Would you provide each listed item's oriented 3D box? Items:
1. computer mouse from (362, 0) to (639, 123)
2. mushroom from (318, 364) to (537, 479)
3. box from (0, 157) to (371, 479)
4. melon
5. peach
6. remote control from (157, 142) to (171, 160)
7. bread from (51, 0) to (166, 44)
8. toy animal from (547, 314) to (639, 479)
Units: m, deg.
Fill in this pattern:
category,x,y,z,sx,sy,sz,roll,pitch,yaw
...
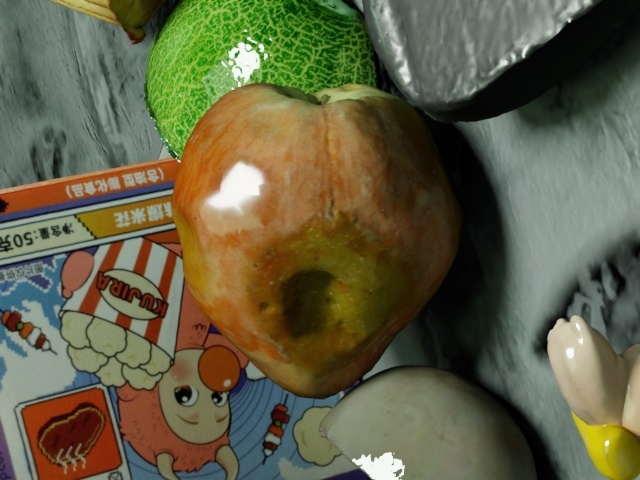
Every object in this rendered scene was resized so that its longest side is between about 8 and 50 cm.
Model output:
category,x,y,z,sx,sy,sz,roll,pitch,yaw
computer mouse,0.136,-0.184,1.207,0.295,0.087,0.168,-32,64,47
mushroom,0.090,0.159,1.377,0.188,0.141,0.117,43,103,35
box,-0.182,0.116,1.598,0.257,0.349,0.318,-23,80,59
melon,-0.055,-0.148,1.525,0.265,0.129,0.169,64,145,29
peach,0.000,0.000,1.393,0.214,0.214,0.235,29,127,56
remote control,-0.129,-0.061,1.802,0.077,0.022,0.245,60,146,28
bread,-0.151,-0.302,1.544,0.149,0.274,0.274,31,135,12
toy animal,0.195,0.092,1.208,0.091,0.082,0.114,-33,-82,-86
